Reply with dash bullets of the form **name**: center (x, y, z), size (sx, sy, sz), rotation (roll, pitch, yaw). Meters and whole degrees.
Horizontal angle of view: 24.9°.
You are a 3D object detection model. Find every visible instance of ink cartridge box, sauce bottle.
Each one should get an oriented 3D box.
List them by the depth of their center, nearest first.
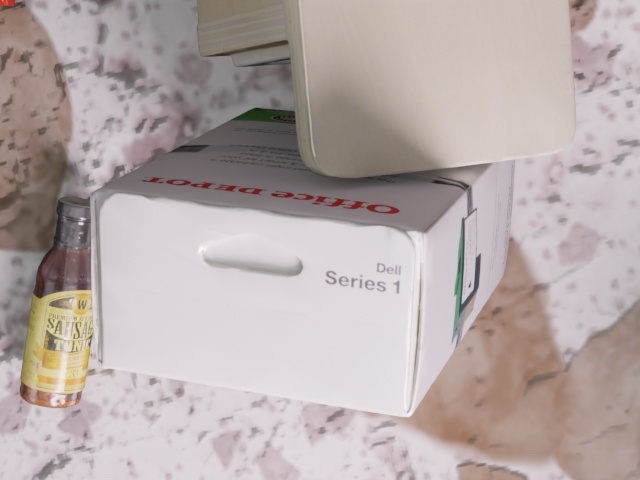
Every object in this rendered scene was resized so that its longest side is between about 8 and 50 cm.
- **ink cartridge box**: center (0.000, 0.000, 0.735), size (0.160, 0.219, 0.093), rotation (7, 108, 17)
- **sauce bottle**: center (-0.158, 0.038, 0.889), size (0.042, 0.042, 0.128), rotation (13, 103, 15)

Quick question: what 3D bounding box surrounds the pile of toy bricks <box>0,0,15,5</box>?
- **pile of toy bricks**: center (-0.296, -0.186, 0.867), size (0.212, 0.105, 0.118), rotation (3, 99, 17)

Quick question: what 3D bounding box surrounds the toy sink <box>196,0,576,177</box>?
- **toy sink**: center (0.024, -0.153, 0.727), size (0.152, 0.131, 0.234), rotation (-9, 96, -26)
